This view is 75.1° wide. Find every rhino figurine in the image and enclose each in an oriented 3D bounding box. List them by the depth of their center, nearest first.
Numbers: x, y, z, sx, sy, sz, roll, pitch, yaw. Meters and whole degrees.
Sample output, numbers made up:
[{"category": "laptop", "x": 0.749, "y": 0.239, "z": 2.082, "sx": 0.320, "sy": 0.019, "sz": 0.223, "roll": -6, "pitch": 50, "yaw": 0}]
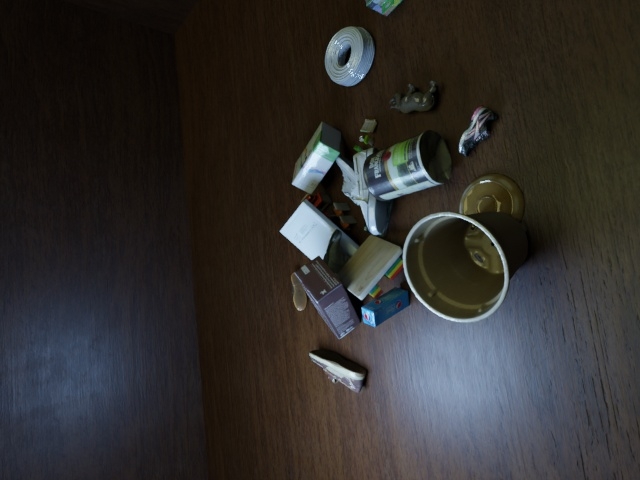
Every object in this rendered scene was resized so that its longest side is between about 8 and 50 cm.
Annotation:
[{"category": "rhino figurine", "x": 0.362, "y": -0.561, "z": 1.657, "sx": 0.243, "sy": 0.073, "sz": 0.107, "roll": 14, "pitch": 98, "yaw": 50}]

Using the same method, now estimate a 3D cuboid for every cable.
[{"category": "cable", "x": 0.130, "y": -0.848, "z": 1.914, "sx": 0.257, "sy": 0.089, "sz": 0.257, "roll": -40, "pitch": 61, "yaw": 43}]

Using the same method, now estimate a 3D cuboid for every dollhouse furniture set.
[{"category": "dollhouse furniture set", "x": 0.212, "y": -0.466, "z": 1.874, "sx": 0.076, "sy": 0.058, "sz": 0.152, "roll": 27, "pitch": 92, "yaw": 54}, {"category": "dollhouse furniture set", "x": 0.013, "y": -0.101, "z": 2.027, "sx": 0.262, "sy": 0.135, "sz": 0.259, "roll": -46, "pitch": 57, "yaw": 40}]

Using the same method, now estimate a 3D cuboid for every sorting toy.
[{"category": "sorting toy", "x": 0.214, "y": 0.122, "z": 1.747, "sx": 0.257, "sy": 0.089, "sz": 0.255, "roll": -49, "pitch": 24, "yaw": -4}]

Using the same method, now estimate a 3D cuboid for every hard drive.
[{"category": "hard drive", "x": 0.000, "y": 0.000, "z": 1.961, "sx": 0.353, "sy": 0.047, "sz": 0.233, "roll": 42, "pitch": 129, "yaw": -1}]

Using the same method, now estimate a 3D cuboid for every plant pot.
[{"category": "plant pot", "x": 0.484, "y": 0.046, "z": 1.308, "sx": 0.333, "sy": 0.305, "sz": 0.334, "roll": 19, "pitch": 117, "yaw": 42}, {"category": "plant pot", "x": 0.578, "y": -0.114, "z": 1.436, "sx": 0.236, "sy": 0.032, "sz": 0.237, "roll": 0, "pitch": 90, "yaw": 49}]

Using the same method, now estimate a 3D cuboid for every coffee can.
[{"category": "coffee can", "x": 0.330, "y": -0.279, "z": 1.599, "sx": 0.275, "sy": 0.201, "sz": 0.202, "roll": -14, "pitch": 80, "yaw": 48}]

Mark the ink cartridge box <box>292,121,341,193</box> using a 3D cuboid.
[{"category": "ink cartridge box", "x": -0.020, "y": -0.397, "z": 2.017, "sx": 0.278, "sy": 0.117, "sz": 0.202, "roll": -52, "pitch": 22, "yaw": 37}]

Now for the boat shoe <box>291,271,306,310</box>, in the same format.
[{"category": "boat shoe", "x": -0.115, "y": 0.274, "z": 2.243, "sx": 0.073, "sy": 0.073, "sz": 0.207, "roll": 95, "pitch": 167, "yaw": -76}]

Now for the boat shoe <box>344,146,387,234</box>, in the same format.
[{"category": "boat shoe", "x": 0.180, "y": -0.200, "z": 1.756, "sx": 0.156, "sy": 0.135, "sz": 0.368, "roll": -8, "pitch": 84, "yaw": 32}]

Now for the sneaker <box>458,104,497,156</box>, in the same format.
[{"category": "sneaker", "x": 0.546, "y": -0.371, "z": 1.445, "sx": 0.077, "sy": 0.071, "sz": 0.179, "roll": 36, "pitch": 123, "yaw": 32}]

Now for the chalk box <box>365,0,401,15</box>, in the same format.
[{"category": "chalk box", "x": 0.264, "y": -1.039, "z": 1.724, "sx": 0.132, "sy": 0.131, "sz": 0.213, "roll": -26, "pitch": 72, "yaw": 46}]

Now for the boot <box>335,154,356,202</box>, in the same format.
[{"category": "boot", "x": 0.125, "y": -0.283, "z": 1.921, "sx": 0.123, "sy": 0.095, "sz": 0.258, "roll": -55, "pitch": 52, "yaw": 26}]

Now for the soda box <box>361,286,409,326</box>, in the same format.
[{"category": "soda box", "x": 0.262, "y": 0.264, "z": 1.670, "sx": 0.067, "sy": 0.210, "sz": 0.071, "roll": 13, "pitch": 119, "yaw": 50}]

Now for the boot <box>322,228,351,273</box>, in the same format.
[{"category": "boot", "x": 0.102, "y": 0.067, "z": 1.886, "sx": 0.084, "sy": 0.161, "sz": 0.247, "roll": -70, "pitch": -1, "yaw": -53}]

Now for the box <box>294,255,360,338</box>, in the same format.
[{"category": "box", "x": 0.038, "y": 0.257, "z": 1.834, "sx": 0.143, "sy": 0.382, "sz": 0.191, "roll": -36, "pitch": 52, "yaw": -7}]

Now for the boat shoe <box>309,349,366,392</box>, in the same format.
[{"category": "boat shoe", "x": 0.070, "y": 0.621, "z": 1.985, "sx": 0.341, "sy": 0.123, "sz": 0.123, "roll": 12, "pitch": 98, "yaw": 43}]

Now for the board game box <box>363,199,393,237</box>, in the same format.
[{"category": "board game box", "x": 0.253, "y": -0.116, "z": 1.825, "sx": 0.126, "sy": 0.026, "sz": 0.187, "roll": 22, "pitch": 107, "yaw": 47}]
